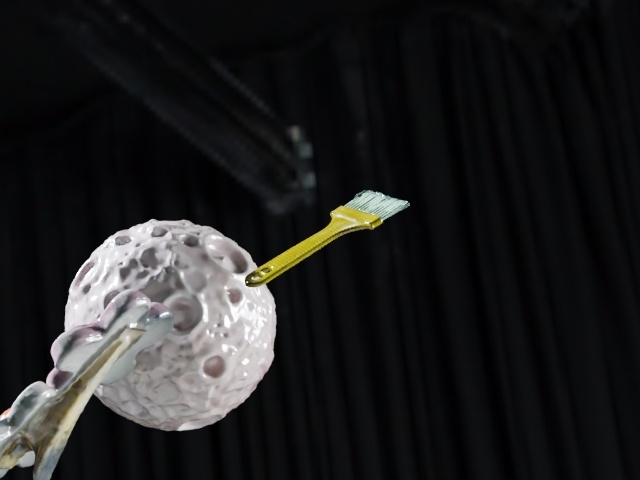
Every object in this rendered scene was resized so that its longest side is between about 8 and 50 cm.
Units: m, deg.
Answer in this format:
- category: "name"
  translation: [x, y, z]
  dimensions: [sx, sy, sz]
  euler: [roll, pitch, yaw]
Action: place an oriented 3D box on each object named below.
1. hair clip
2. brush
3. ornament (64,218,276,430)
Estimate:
- category: "hair clip"
  translation: [-0.238, 0.146, 1.817]
  dimensions: [0.257, 0.075, 0.146]
  euler: [-53, -26, 8]
- category: "brush"
  translation: [0.000, 0.000, 2.274]
  dimensions: [0.218, 0.010, 0.082]
  euler: [-33, 30, -26]
- category: "ornament"
  translation: [-0.176, 0.094, 2.325]
  dimensions: [0.259, 0.259, 0.225]
  euler: [17, -56, -43]
